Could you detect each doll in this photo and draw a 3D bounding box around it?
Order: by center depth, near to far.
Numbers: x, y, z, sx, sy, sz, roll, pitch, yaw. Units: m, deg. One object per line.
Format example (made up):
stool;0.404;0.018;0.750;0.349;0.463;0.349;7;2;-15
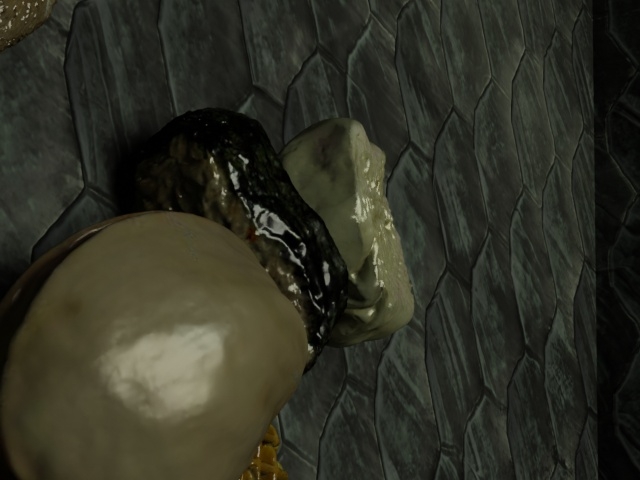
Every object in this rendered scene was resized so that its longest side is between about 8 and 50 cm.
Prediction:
doll;-0.362;-0.254;1.770;0.221;0.115;0.105;-40;126;-52

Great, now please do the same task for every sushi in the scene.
sushi;-0.111;0.006;2.044;0.171;0.211;0.350;-40;110;-54

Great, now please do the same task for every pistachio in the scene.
pistachio;-0.193;0.152;1.782;0.445;0.281;0.365;-24;110;-48

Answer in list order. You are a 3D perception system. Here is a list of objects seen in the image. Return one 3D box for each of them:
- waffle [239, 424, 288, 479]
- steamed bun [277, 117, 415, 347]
waffle;-0.125;0.303;2.058;0.281;0.058;0.301;55;37;-38
steamed bun;0.000;0.000;2.256;0.275;0.206;0.320;-37;114;-77
